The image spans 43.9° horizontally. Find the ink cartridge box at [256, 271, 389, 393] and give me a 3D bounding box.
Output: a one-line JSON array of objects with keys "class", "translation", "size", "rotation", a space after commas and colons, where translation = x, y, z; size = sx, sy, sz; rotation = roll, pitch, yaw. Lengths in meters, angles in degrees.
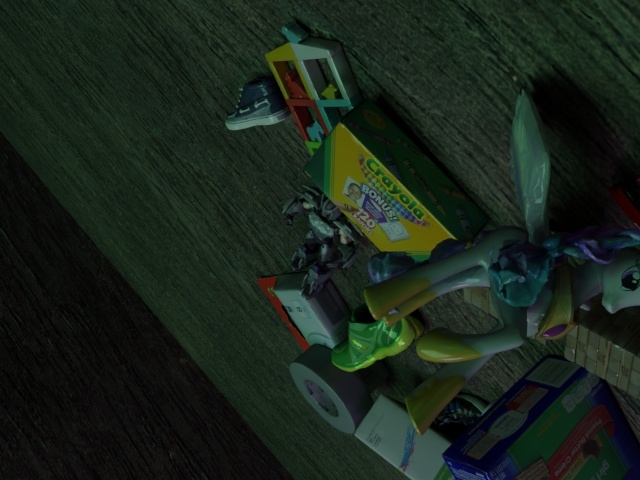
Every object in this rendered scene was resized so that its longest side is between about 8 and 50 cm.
[{"class": "ink cartridge box", "translation": [-0.029, 0.230, 1.997], "size": [0.308, 0.091, 0.385], "rotation": [57, 153, -12]}]

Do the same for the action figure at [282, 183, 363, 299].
[{"class": "action figure", "translation": [0.000, 0.000, 1.635], "size": [0.185, 0.099, 0.285], "rotation": [51, 153, 23]}]

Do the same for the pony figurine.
[{"class": "pony figurine", "translation": [0.239, 0.030, 0.961], "size": [0.351, 0.364, 0.302], "rotation": [-103, -14, -54]}]

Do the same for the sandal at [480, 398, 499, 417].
[{"class": "sandal", "translation": [0.377, 0.432, 1.562], "size": [0.076, 0.102, 0.265], "rotation": [22, 140, 52]}]

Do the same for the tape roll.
[{"class": "tape roll", "translation": [0.026, 0.353, 1.887], "size": [0.219, 0.072, 0.219], "rotation": [39, 154, 23]}]

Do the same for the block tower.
[{"class": "block tower", "translation": [0.367, 0.108, 1.157], "size": [0.336, 0.091, 0.097], "rotation": [32, 149, 36]}]

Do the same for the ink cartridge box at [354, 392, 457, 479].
[{"class": "ink cartridge box", "translation": [0.242, 0.469, 1.738], "size": [0.278, 0.117, 0.201], "rotation": [31, 176, 38]}]

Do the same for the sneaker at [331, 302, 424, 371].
[{"class": "sneaker", "translation": [0.110, 0.195, 1.703], "size": [0.123, 0.109, 0.295], "rotation": [56, 143, 2]}]

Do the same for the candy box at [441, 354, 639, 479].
[{"class": "candy box", "translation": [0.389, 0.395, 1.294], "size": [0.317, 0.268, 0.122], "rotation": [59, 158, -16]}]

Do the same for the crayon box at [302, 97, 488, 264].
[{"class": "crayon box", "translation": [0.117, -0.076, 1.297], "size": [0.278, 0.081, 0.165], "rotation": [45, 147, 2]}]

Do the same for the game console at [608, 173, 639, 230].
[{"class": "game console", "translation": [0.433, -0.033, 0.948], "size": [0.144, 0.085, 0.124], "rotation": [51, -174, 3]}]

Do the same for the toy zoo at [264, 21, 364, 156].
[{"class": "toy zoo", "translation": [0.004, -0.241, 1.377], "size": [0.192, 0.030, 0.293], "rotation": [13, 136, 53]}]

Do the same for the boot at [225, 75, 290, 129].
[{"class": "boot", "translation": [-0.134, -0.269, 1.547], "size": [0.190, 0.069, 0.086], "rotation": [1, 118, 49]}]

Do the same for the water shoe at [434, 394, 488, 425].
[{"class": "water shoe", "translation": [0.277, 0.364, 1.664], "size": [0.203, 0.080, 0.072], "rotation": [12, 134, 54]}]
